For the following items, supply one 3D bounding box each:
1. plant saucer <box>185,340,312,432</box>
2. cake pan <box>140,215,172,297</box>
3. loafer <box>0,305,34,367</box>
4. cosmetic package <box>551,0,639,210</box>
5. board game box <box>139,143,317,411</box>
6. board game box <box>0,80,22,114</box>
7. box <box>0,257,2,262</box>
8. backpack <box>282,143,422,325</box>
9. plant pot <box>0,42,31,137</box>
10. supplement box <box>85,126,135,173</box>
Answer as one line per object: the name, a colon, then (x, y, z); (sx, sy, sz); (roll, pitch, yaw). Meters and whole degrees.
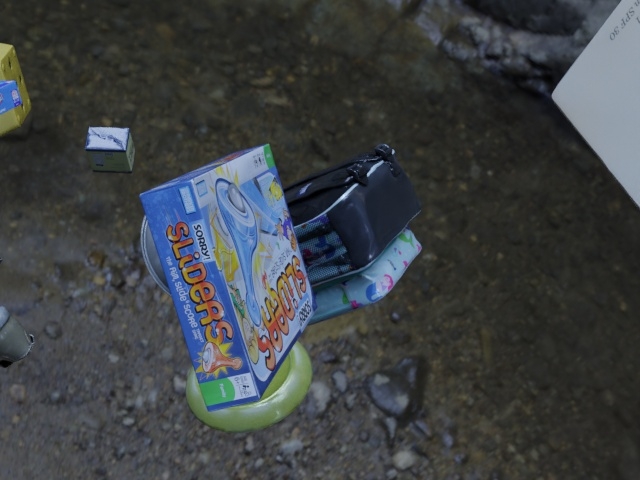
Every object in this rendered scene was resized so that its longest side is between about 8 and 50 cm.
plant saucer: (-0.136, 0.243, 1.738); (0.240, 0.037, 0.241); (-7, 42, 6)
cake pan: (-0.231, -0.001, 2.005); (0.293, 0.054, 0.293); (6, 76, -24)
loafer: (-0.505, 0.165, 1.478); (0.087, 0.251, 0.094); (44, 70, -12)
cosmetic package: (0.290, -0.042, 0.564); (0.113, 0.160, 0.309); (8, 39, -33)
board game box: (-0.053, 0.014, 0.636); (0.201, 0.035, 0.136); (-53, 127, -75)
board game box: (-0.649, -0.228, 1.625); (0.210, 0.047, 0.160); (3, 28, 24)
box: (-0.481, 0.109, 1.062); (0.060, 0.216, 0.270); (29, 82, 2)
backpack: (0.000, 0.000, 1.289); (0.225, 0.253, 0.191); (-45, 115, -56)
plant pot: (-0.722, -0.307, 1.970); (0.187, 0.212, 0.212); (-10, 26, -2)
supplement box: (-0.427, -0.183, 1.926); (0.083, 0.083, 0.056); (2, 60, 0)
